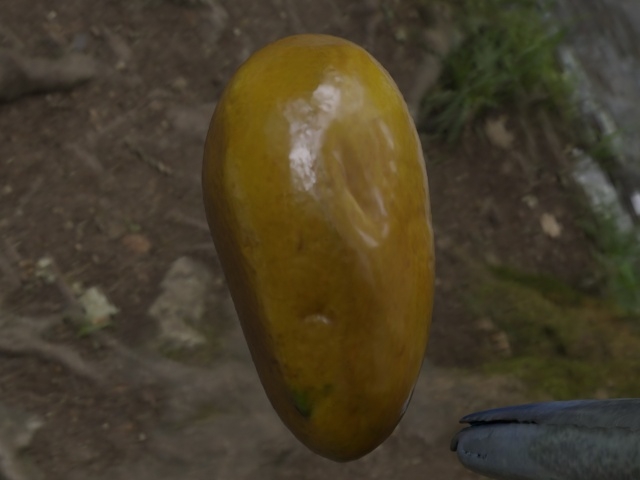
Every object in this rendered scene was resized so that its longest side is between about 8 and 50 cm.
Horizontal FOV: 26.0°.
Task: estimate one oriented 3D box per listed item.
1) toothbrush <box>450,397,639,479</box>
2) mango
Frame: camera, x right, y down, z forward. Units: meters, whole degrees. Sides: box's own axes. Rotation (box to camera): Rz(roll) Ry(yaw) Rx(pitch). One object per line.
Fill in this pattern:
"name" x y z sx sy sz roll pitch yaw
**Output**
"toothbrush" 0.161 0.049 0.292 0.042 0.413 0.035 24 72 -29
"mango" 0.000 0.000 0.716 0.147 0.109 0.227 33 51 -62
